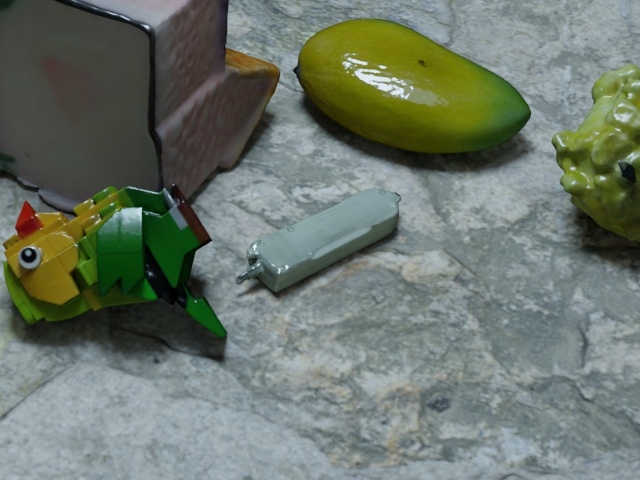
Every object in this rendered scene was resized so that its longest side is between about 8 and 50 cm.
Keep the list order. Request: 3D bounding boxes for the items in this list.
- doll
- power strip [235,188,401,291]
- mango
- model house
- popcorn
[{"bbox_3d":[-0.177,0.021,1.126,0.186,0.134,0.106,-3,2,-2],"label":"doll"},{"bbox_3d":[0.000,0.000,1.217,0.191,0.030,0.047,-26,55,-29],"label":"power strip"},{"bbox_3d":[0.089,-0.151,1.337,0.237,0.091,0.137,27,54,18],"label":"mango"},{"bbox_3d":[-0.176,-0.180,1.239,0.202,0.237,0.237,18,41,20],"label":"model house"},{"bbox_3d":[0.301,-0.079,1.246,0.173,0.173,0.142,-11,37,-17],"label":"popcorn"}]
